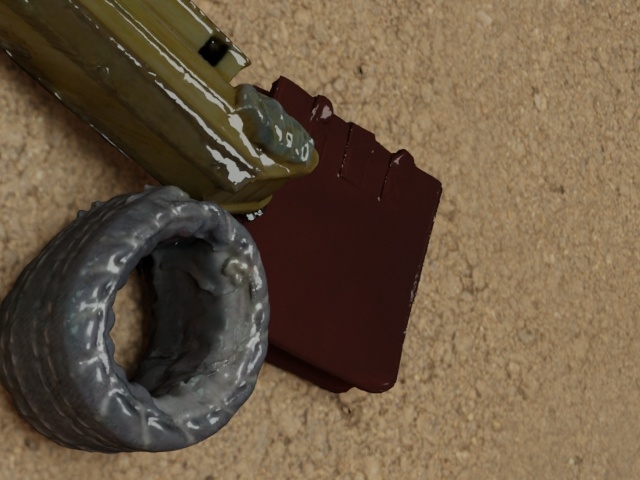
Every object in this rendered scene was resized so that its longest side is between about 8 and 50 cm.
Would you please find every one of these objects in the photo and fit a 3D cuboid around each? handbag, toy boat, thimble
[{"bbox_3d":[-0.001,0.001,1.470,0.260,0.084,0.276,28,65,-33],"label":"handbag"},{"bbox_3d":[-0.183,-0.199,1.284,0.445,0.136,0.162,42,54,-11],"label":"toy boat"},{"bbox_3d":[-0.171,0.073,1.261,0.205,0.172,0.236,23,71,-38],"label":"thimble"}]
